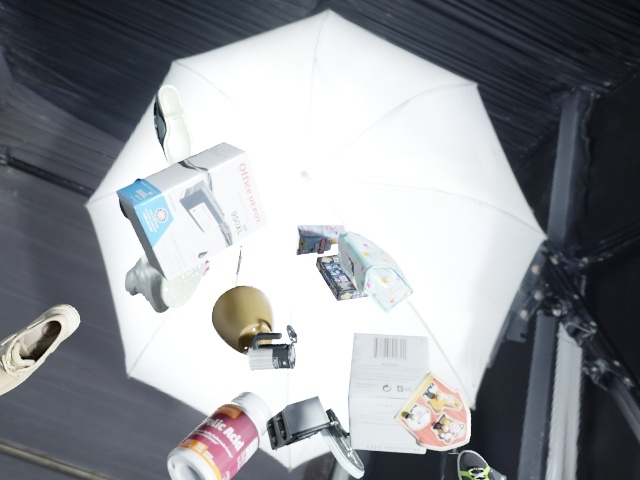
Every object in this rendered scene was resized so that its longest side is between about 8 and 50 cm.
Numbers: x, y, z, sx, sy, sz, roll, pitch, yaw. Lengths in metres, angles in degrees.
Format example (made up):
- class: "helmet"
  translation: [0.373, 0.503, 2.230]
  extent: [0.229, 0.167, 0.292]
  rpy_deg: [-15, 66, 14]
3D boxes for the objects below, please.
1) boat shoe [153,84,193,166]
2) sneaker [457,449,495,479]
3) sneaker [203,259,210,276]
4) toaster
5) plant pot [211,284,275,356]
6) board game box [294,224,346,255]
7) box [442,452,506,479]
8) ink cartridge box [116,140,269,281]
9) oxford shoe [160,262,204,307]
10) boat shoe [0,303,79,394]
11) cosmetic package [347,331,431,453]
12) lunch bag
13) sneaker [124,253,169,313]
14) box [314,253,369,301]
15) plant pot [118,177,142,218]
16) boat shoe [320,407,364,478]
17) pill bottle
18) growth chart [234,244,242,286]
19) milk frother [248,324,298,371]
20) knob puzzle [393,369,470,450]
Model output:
- class: "boat shoe"
  translation: [-0.598, -0.434, 2.028]
  extent: [0.113, 0.127, 0.340]
  rpy_deg: [9, -65, 50]
- class: "sneaker"
  translation: [0.399, 0.598, 1.198]
  extent: [0.097, 0.084, 0.235]
  rpy_deg: [93, -15, -45]
- class: "sneaker"
  translation: [-0.476, 0.128, 2.051]
  extent: [0.119, 0.047, 0.057]
  rpy_deg: [-57, 154, -52]
- class: "toaster"
  translation: [-0.071, 0.603, 1.685]
  extent: [0.168, 0.185, 0.110]
  rpy_deg: [-51, -126, 47]
- class: "plant pot"
  translation: [-0.254, 0.306, 1.814]
  extent: [0.237, 0.237, 0.254]
  rpy_deg: [-67, -158, 4]
- class: "board game box"
  translation: [0.000, 0.000, 2.010]
  extent: [0.194, 0.194, 0.060]
  rpy_deg: [99, -20, -58]
- class: "box"
  translation: [0.463, 0.828, 1.583]
  extent: [0.103, 0.184, 0.261]
  rpy_deg: [-30, -150, 52]
- class: "ink cartridge box"
  translation: [-0.392, -0.102, 1.631]
  extent: [0.394, 0.166, 0.286]
  rpy_deg: [-32, 128, -26]
- class: "oxford shoe"
  translation: [-0.523, 0.037, 1.904]
  extent: [0.130, 0.169, 0.450]
  rpy_deg: [-12, -117, 29]
- class: "boat shoe"
  translation: [-0.821, 0.308, 1.393]
  extent: [0.341, 0.122, 0.110]
  rpy_deg: [-44, -168, 0]
- class: "cosmetic package"
  translation: [0.289, 0.642, 2.152]
  extent: [0.328, 0.329, 0.394]
  rpy_deg: [-81, 169, -49]
- class: "lunch bag"
  translation: [0.174, 0.097, 1.773]
  extent: [0.160, 0.262, 0.223]
  rpy_deg: [-41, -136, 8]
- class: "sneaker"
  translation: [-0.771, 0.224, 2.263]
  extent: [0.169, 0.108, 0.293]
  rpy_deg: [-39, -117, 24]
- class: "box"
  translation: [0.160, 0.176, 2.615]
  extent: [0.293, 0.295, 0.073]
  rpy_deg: [54, -38, 46]
- class: "plant pot"
  translation: [-0.737, -0.156, 2.159]
  extent: [0.188, 0.187, 0.167]
  rpy_deg: [-53, 167, -15]
- class: "boat shoe"
  translation: [0.105, 0.911, 2.302]
  extent: [0.119, 0.335, 0.121]
  rpy_deg: [-37, 178, 2]
- class: "pill bottle"
  translation: [-0.364, 0.761, 1.928]
  extent: [0.392, 0.224, 0.224]
  rpy_deg: [-36, 158, -54]
- class: "growth chart"
  translation: [-0.383, 0.155, 2.369]
  extent: [0.237, 0.021, 0.172]
  rpy_deg: [108, -11, -54]
- class: "milk frother"
  translation: [-0.145, 0.338, 1.613]
  extent: [0.143, 0.134, 0.129]
  rpy_deg: [-11, 96, -78]
- class: "knob puzzle"
  translation: [0.327, 0.486, 1.401]
  extent: [0.030, 0.213, 0.213]
  rpy_deg: [76, 34, -75]
